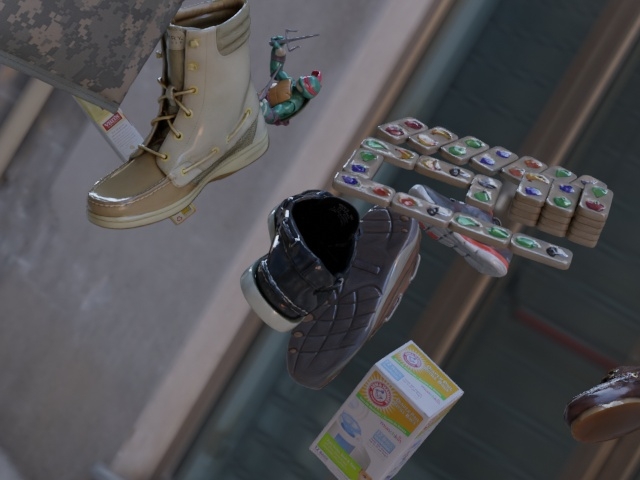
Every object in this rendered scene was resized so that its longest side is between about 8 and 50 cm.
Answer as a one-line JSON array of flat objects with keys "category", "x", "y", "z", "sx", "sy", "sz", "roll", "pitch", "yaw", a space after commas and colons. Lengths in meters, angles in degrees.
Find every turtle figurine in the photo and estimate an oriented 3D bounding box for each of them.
[{"category": "turtle figurine", "x": -0.085, "y": -0.238, "z": 2.358, "sx": 0.118, "sy": 0.234, "sz": 0.175, "roll": 50, "pitch": 30, "yaw": -28}]

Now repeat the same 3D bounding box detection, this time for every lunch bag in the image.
[{"category": "lunch bag", "x": -0.276, "y": -0.290, "z": 1.418, "sx": 0.169, "sy": 0.235, "sz": 0.287, "roll": 40, "pitch": 10, "yaw": 38}]

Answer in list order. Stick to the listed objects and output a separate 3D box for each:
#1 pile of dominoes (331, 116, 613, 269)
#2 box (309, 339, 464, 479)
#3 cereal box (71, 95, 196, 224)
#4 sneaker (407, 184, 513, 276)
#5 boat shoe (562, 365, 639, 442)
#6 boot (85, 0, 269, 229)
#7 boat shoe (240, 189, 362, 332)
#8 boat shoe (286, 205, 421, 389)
[{"category": "pile of dominoes", "x": 0.157, "y": -0.066, "z": 1.398, "sx": 0.251, "sy": 0.040, "sz": 0.196, "roll": 20, "pitch": 31, "yaw": 8}, {"category": "box", "x": 0.094, "y": 0.258, "z": 2.067, "sx": 0.114, "sy": 0.203, "sz": 0.103, "roll": 45, "pitch": 36, "yaw": 14}, {"category": "cereal box", "x": -0.295, "y": -0.147, "z": 2.203, "sx": 0.173, "sy": 0.047, "sz": 0.240, "roll": 46, "pitch": -8, "yaw": 48}, {"category": "sneaker", "x": 0.172, "y": -0.024, "z": 1.728, "sx": 0.158, "sy": 0.065, "sz": 0.061, "roll": 40, "pitch": -20, "yaw": -17}, {"category": "boat shoe", "x": 0.355, "y": 0.179, "z": 1.650, "sx": 0.207, "sy": 0.073, "sz": 0.073, "roll": -5, "pitch": 49, "yaw": -32}, {"category": "boot", "x": -0.165, "y": -0.144, "z": 1.598, "sx": 0.095, "sy": 0.262, "sz": 0.203, "roll": 28, "pitch": -44, "yaw": 36}, {"category": "boat shoe", "x": -0.003, "y": -0.003, "z": 1.779, "sx": 0.127, "sy": 0.113, "sz": 0.340, "roll": 48, "pitch": 22, "yaw": -3}, {"category": "boat shoe", "x": 0.066, "y": 0.098, "z": 2.214, "sx": 0.123, "sy": 0.324, "sz": 0.116, "roll": 25, "pitch": -18, "yaw": 31}]
